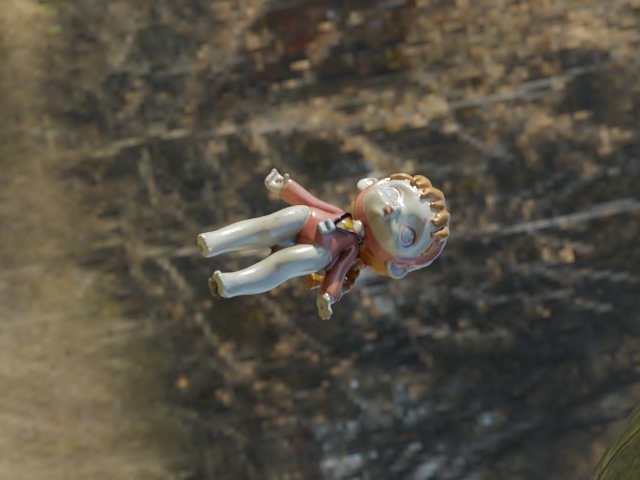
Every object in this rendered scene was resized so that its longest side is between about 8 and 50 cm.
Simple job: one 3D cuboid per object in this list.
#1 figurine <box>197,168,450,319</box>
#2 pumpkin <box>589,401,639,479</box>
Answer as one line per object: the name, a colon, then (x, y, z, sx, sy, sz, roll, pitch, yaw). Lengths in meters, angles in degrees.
figurine: (0.000, 0.000, 0.706, 0.047, 0.109, 0.064, -40, -113, 54)
pumpkin: (0.262, 0.149, 0.811, 0.300, 0.300, 0.207, -106, -153, -60)
